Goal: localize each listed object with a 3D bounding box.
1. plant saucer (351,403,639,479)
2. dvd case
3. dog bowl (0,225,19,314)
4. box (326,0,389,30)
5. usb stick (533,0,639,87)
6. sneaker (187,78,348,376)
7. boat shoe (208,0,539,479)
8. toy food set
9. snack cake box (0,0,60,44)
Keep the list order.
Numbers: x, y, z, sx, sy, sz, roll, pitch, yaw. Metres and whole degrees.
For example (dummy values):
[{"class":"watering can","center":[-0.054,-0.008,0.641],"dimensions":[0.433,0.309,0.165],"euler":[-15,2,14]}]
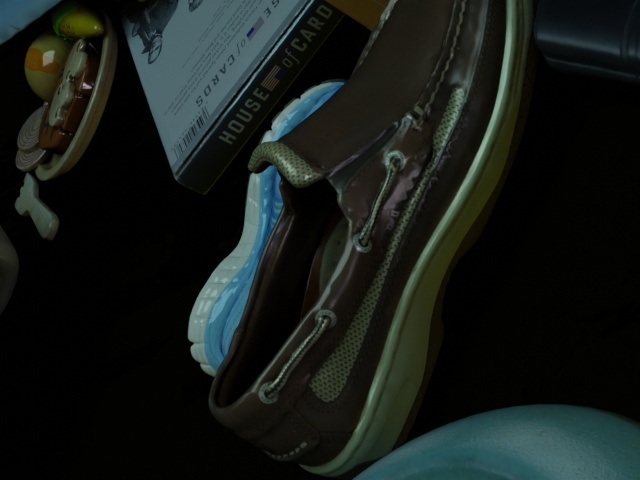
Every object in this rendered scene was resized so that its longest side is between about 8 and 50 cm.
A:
[{"class":"plant saucer","center":[0.031,0.201,0.628],"dimensions":[0.317,0.044,0.317],"euler":[-39,36,36]},{"class":"dvd case","center":[-0.051,-0.156,1.072],"dimensions":[0.179,0.030,0.238],"euler":[-51,31,17]},{"class":"dog bowl","center":[-0.333,0.077,1.072],"dimensions":[0.349,0.102,0.349],"euler":[-44,-8,-7]},{"class":"box","center":[0.078,-0.250,0.761],"dimensions":[0.345,0.215,0.168],"euler":[-20,50,51]},{"class":"usb stick","center":[0.174,-0.081,0.640],"dimensions":[0.077,0.045,0.278],"euler":[-57,29,-5]},{"class":"sneaker","center":[0.000,0.000,0.848],"dimensions":[0.073,0.063,0.162],"euler":[17,84,42]},{"class":"boat shoe","center":[0.019,-0.027,0.757],"dimensions":[0.095,0.095,0.257],"euler":[1,73,60]},{"class":"toy food set","center":[-0.178,-0.102,1.180],"dimensions":[0.192,0.039,0.132],"euler":[-68,24,7]},{"class":"snack cake box","center":[-0.190,-0.224,1.215],"dimensions":[0.152,0.089,0.264],"euler":[-48,16,-30]}]
